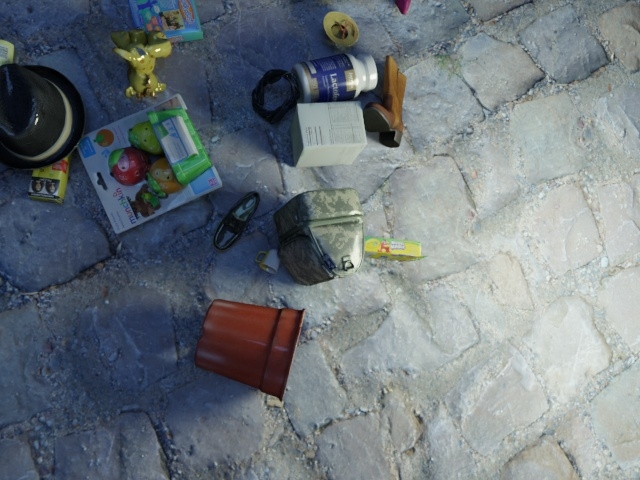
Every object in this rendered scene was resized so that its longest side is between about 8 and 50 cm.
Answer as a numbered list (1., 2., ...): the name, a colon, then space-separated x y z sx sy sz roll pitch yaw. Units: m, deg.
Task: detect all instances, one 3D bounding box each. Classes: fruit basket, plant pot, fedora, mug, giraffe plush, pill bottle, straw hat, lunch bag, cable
1. fruit basket: -0.522 -0.239 1.564 0.353 0.165 0.327 -24 85 -11
2. plant pot: -0.203 0.295 1.487 0.265 0.272 0.272 14 77 0
3. fedora: -0.845 -0.375 1.473 0.334 0.152 0.334 1 79 -6
4. mug: -0.159 0.058 1.632 0.078 0.062 0.064 29 67 -11
5. giraffe plush: -0.555 -0.542 1.620 0.181 0.170 0.210 -1 43 -12
6. pill bottle: 0.045 -0.539 1.735 0.264 0.153 0.153 -18 83 -13
7. straw hat: 0.060 -0.727 1.820 0.144 0.061 0.144 8 73 -27
8. lunch bag: 0.000 0.000 1.544 0.212 0.305 0.256 -9 83 -25
9. cable: -0.146 -0.484 1.702 0.184 0.047 0.150 -45 74 28

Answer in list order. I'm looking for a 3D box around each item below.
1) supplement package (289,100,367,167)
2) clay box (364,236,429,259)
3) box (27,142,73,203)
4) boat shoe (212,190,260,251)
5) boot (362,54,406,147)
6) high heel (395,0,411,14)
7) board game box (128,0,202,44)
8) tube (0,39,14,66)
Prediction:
1. supplement package: 0.018 -0.338 1.670 0.203 0.194 0.149 -6 80 -13
2. clay box: 0.227 0.030 1.677 0.222 0.127 0.053 5 79 -11
3. box: -0.804 -0.231 1.558 0.087 0.058 0.232 8 78 -7
4. boat shoe: -0.264 -0.068 1.626 0.080 0.073 0.223 35 75 -3
5. boot: 0.226 -0.486 1.723 0.264 0.096 0.280 23 72 -53
6. high heel: 0.264 -0.930 1.882 0.117 0.082 0.244 5 74 -20
7. board game box: -0.512 -0.735 1.715 0.210 0.047 0.160 -14 82 -12
8. tube: -0.982 -0.486 1.576 0.070 0.062 0.240 -2 82 31
